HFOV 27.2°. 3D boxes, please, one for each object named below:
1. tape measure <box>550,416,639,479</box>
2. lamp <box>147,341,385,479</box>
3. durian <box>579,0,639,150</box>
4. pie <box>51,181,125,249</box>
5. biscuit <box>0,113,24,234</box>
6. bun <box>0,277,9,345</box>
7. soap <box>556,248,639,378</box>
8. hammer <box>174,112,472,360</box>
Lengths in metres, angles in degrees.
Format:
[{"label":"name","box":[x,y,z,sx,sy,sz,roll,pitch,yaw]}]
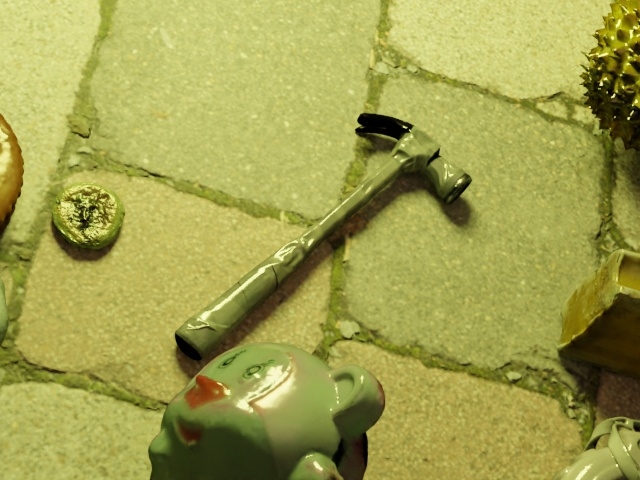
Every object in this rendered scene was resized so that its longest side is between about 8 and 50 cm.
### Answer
[{"label":"tape measure","box":[0.330,0.317,1.404,0.197,0.120,0.236,-29,77,-21]},{"label":"lamp","box":[-0.061,0.253,1.273,0.247,0.247,0.301,42,60,-30]},{"label":"durian","box":[0.462,-0.191,1.657,0.293,0.258,0.258,43,56,-14]},{"label":"pie","box":[-0.255,-0.028,1.452,0.084,0.021,0.084,8,60,-14]},{"label":"biscuit","box":[-0.423,-0.072,1.396,0.221,0.066,0.220,10,57,-16]},{"label":"bun","box":[-0.379,0.078,1.317,0.141,0.083,0.140,3,61,-6]},{"label":"soap","box":[0.422,0.108,1.523,0.258,0.160,0.080,17,57,-10]},{"label":"hammer","box":[0.000,0.000,1.510,0.152,0.044,0.427,42,58,8]}]
